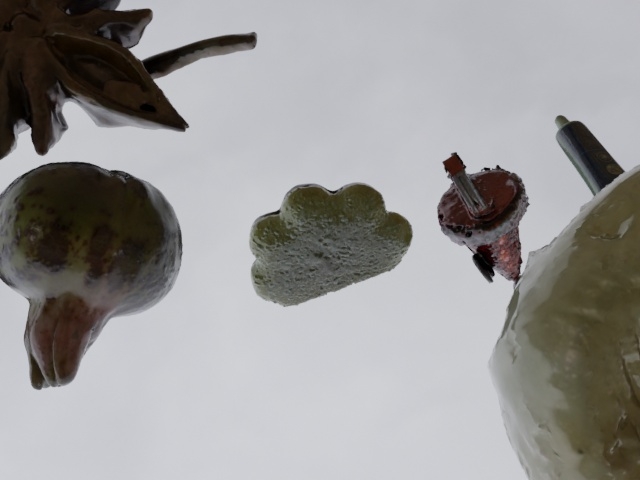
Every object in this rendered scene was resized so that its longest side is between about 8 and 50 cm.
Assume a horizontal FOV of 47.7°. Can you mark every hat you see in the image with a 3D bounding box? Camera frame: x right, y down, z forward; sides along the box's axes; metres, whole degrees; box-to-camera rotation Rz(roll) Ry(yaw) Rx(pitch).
[{"bbox_3d":[0.245,-0.002,1.019,0.129,0.227,0.140,-40,-146,-8],"label":"hat"}]

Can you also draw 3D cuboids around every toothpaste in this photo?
[{"bbox_3d":[0.304,-0.073,0.784,0.057,0.035,0.197,-23,-130,4],"label":"toothpaste"}]

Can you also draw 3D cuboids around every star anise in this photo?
[{"bbox_3d":[-0.259,-0.178,0.677,0.349,0.109,0.292,-36,-95,-17],"label":"star anise"}]

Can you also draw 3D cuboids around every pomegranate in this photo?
[{"bbox_3d":[-0.168,0.017,0.519,0.138,0.125,0.163,22,-136,-34],"label":"pomegranate"}]

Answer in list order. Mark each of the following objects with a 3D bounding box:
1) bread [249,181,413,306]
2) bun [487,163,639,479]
[{"bbox_3d":[0.000,0.000,1.173,0.286,0.207,0.056,-24,-145,9],"label":"bread"},{"bbox_3d":[0.192,0.066,0.388,0.231,0.133,0.231,-1,-85,-12],"label":"bun"}]
